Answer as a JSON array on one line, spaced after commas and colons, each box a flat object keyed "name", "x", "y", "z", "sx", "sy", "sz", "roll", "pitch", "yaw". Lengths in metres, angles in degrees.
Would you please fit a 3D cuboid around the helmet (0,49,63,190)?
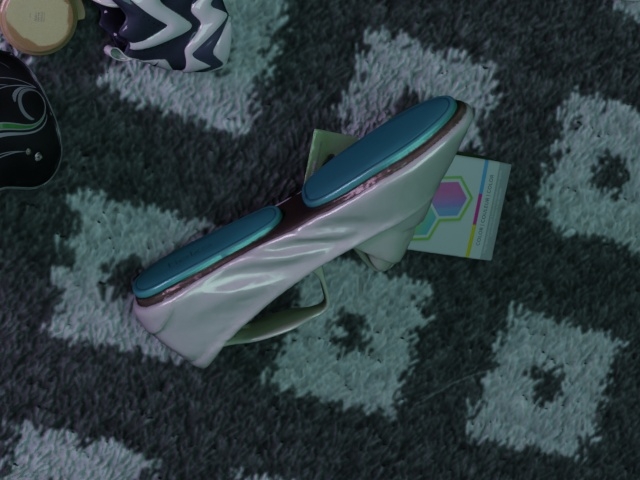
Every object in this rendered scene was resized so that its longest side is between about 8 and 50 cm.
[{"name": "helmet", "x": -0.345, "y": -0.092, "z": 1.685, "sx": 0.161, "sy": 0.169, "sz": 0.169, "roll": -24, "pitch": 107, "yaw": -30}]

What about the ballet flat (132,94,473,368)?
[{"name": "ballet flat", "x": 0.000, "y": 0.000, "z": 1.808, "sx": 0.400, "sy": 0.139, "sz": 0.139, "roll": -31, "pitch": 109, "yaw": 7}]

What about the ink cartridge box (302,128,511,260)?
[{"name": "ink cartridge box", "x": 0.089, "y": -0.048, "z": 1.895, "sx": 0.209, "sy": 0.062, "sz": 0.109, "roll": 9, "pitch": 98, "yaw": -20}]

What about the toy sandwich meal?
[{"name": "toy sandwich meal", "x": -0.277, "y": -0.224, "z": 1.756, "sx": 0.086, "sy": 0.029, "sz": 0.085, "roll": -4, "pitch": 104, "yaw": -15}]

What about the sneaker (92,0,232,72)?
[{"name": "sneaker", "x": -0.168, "y": -0.280, "z": 1.746, "sx": 0.153, "sy": 0.094, "sz": 0.235, "roll": -6, "pitch": 112, "yaw": -27}]
